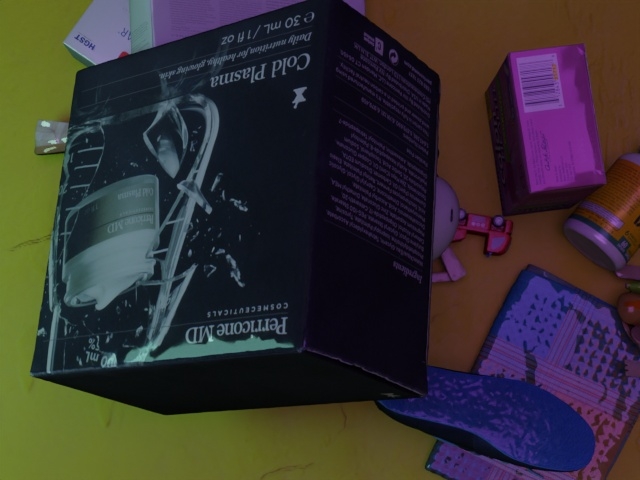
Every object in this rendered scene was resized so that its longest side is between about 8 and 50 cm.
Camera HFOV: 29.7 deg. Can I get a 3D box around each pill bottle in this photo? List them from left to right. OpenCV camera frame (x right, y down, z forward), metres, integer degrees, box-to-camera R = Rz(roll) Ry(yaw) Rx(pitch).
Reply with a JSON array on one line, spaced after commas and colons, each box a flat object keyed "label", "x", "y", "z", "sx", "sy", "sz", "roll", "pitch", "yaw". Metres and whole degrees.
[{"label": "pill bottle", "x": 0.491, "y": -0.064, "z": 1.913, "sx": 0.117, "sy": 0.117, "sz": 0.208, "roll": 41, "pitch": 84, "yaw": 5}]

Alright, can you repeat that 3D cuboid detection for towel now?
[{"label": "towel", "x": 0.363, "y": 0.255, "z": 1.913, "sx": 0.271, "sy": 0.040, "sz": 0.370, "roll": 27, "pitch": 85, "yaw": 3}]

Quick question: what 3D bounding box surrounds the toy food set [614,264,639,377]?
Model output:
[{"label": "toy food set", "x": 0.528, "y": 0.121, "z": 1.891, "sx": 0.132, "sy": 0.038, "sz": 0.192, "roll": 5, "pitch": 63, "yaw": -9}]

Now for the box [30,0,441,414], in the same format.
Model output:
[{"label": "box", "x": -0.109, "y": -0.023, "z": 1.674, "sx": 0.480, "sy": 0.297, "sz": 0.472, "roll": -10, "pitch": 68, "yaw": 35}]

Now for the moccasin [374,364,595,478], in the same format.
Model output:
[{"label": "moccasin", "x": 0.247, "y": 0.260, "z": 1.840, "sx": 0.342, "sy": 0.117, "sz": 0.138, "roll": 22, "pitch": 72, "yaw": 7}]

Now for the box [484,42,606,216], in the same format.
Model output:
[{"label": "box", "x": 0.340, "y": -0.163, "z": 1.862, "sx": 0.117, "sy": 0.243, "sz": 0.214, "roll": -7, "pitch": 83, "yaw": -1}]

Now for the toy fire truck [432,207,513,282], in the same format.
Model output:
[{"label": "toy fire truck", "x": 0.206, "y": 0.016, "z": 1.937, "sx": 0.192, "sy": 0.047, "sz": 0.135, "roll": 10, "pitch": 83, "yaw": 0}]

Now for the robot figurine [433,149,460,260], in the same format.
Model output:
[{"label": "robot figurine", "x": 0.084, "y": -0.071, "z": 1.862, "sx": 0.173, "sy": 0.209, "sz": 0.278, "roll": -38, "pitch": 60, "yaw": -21}]

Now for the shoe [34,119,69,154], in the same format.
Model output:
[{"label": "shoe", "x": -0.354, "y": -0.171, "z": 1.946, "sx": 0.219, "sy": 0.076, "sz": 0.058, "roll": -3, "pitch": 88, "yaw": 2}]

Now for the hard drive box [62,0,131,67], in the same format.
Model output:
[{"label": "hard drive box", "x": -0.272, "y": -0.353, "z": 1.964, "sx": 0.181, "sy": 0.089, "sz": 0.232, "roll": 33, "pitch": 84, "yaw": 4}]

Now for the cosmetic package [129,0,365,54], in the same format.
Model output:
[{"label": "cosmetic package", "x": -0.111, "y": -0.395, "z": 1.884, "sx": 0.377, "sy": 0.097, "sz": 0.284, "roll": 1, "pitch": 83, "yaw": -30}]
